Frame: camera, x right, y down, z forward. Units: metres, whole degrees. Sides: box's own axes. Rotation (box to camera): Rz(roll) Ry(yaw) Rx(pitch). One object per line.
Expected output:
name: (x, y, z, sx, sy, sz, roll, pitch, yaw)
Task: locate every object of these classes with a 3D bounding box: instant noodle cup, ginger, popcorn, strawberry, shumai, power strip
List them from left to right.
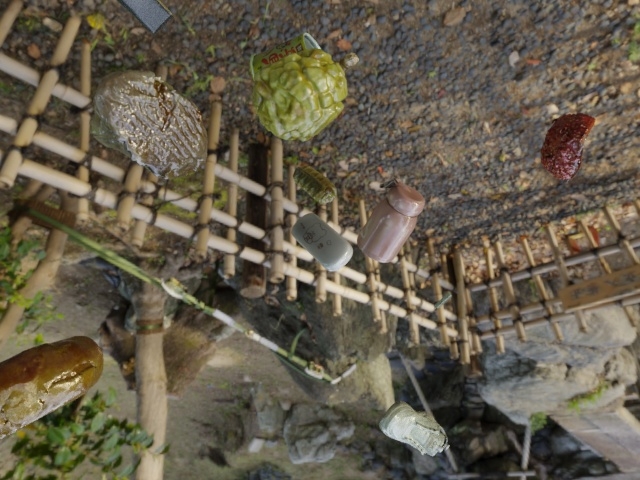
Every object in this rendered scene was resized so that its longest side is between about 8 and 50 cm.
shumai: (-0.475, -0.318, 1.246, 0.283, 0.217, 0.346, 28, 175, 40)
instant noodle cup: (-0.093, -0.627, 1.761, 0.222, 0.311, 0.311, -23, 141, 22)
popcorn: (-0.054, -0.394, 1.257, 0.258, 0.270, 0.224, -32, 101, -3)
ginger: (0.048, -0.554, 1.494, 0.096, 0.067, 0.165, -4, 164, -32)
power strip: (0.457, 0.226, 1.731, 0.083, 0.017, 0.027, -43, 151, 0)
strawberry: (0.583, -0.220, 1.116, 0.098, 0.228, 0.174, 19, 117, 23)

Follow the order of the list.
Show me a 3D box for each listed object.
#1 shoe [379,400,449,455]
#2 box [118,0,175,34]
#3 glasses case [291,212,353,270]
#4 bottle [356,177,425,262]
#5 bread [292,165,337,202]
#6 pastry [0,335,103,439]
shoe: (0.328, 0.635, 1.524, 0.316, 0.159, 0.124, 29, 93, -45)
box: (-0.542, -0.716, 1.356, 0.090, 0.144, 0.201, -44, 148, 5)
glasses case: (0.000, 0.000, 1.005, 0.074, 0.193, 0.049, -43, 132, -3)
bottle: (0.264, -0.083, 1.786, 0.173, 0.206, 0.296, -12, 140, -45)
bread: (-0.022, -0.234, 1.942, 0.098, 0.269, 0.087, -15, 125, -24)
pastry: (-0.728, 0.377, 1.179, 0.356, 0.163, 0.356, -33, 174, -4)
